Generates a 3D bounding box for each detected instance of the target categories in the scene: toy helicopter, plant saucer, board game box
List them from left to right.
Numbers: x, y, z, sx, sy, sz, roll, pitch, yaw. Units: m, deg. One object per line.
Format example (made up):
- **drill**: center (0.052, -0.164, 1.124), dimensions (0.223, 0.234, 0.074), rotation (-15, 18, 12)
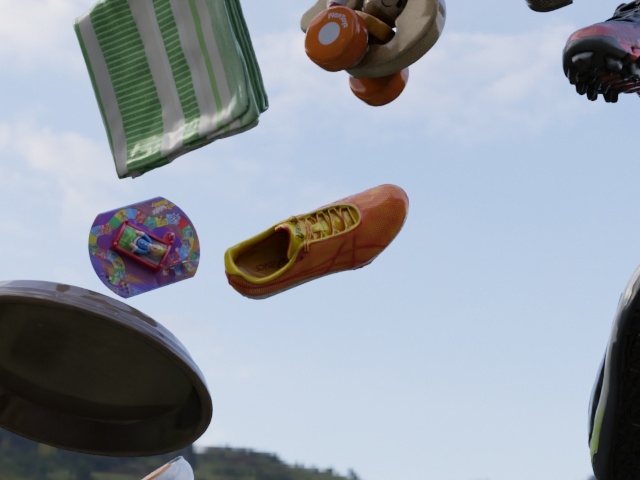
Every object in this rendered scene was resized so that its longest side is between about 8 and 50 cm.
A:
- **plant saucer**: center (-0.232, 0.119, 1.083), dimensions (0.278, 0.041, 0.278), rotation (8, -36, 6)
- **board game box**: center (-0.254, 0.004, 1.707), dimensions (0.169, 0.133, 0.033), rotation (-18, -7, -27)
- **toy helicopter**: center (0.058, -0.368, 1.565), dimensions (0.235, 0.355, 0.140), rotation (-40, -37, 15)

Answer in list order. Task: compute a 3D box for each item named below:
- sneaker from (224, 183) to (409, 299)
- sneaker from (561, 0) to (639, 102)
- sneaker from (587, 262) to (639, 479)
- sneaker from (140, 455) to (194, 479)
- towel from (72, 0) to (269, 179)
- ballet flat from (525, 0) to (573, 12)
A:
- **sneaker**: center (0.000, 0.000, 1.012), dimensions (0.175, 0.064, 0.067), rotation (-28, -21, -6)
- **sneaker**: center (0.356, -0.225, 1.313), dimensions (0.276, 0.135, 0.098), rotation (0, -7, -45)
- **sneaker**: center (0.242, 0.086, 0.889), dimensions (0.084, 0.097, 0.234), rotation (7, -64, -7)
- **sneaker**: center (-0.166, 0.343, 1.334), dimensions (0.099, 0.121, 0.262), rotation (-29, -18, -16)
- **towel**: center (-0.197, -0.223, 1.464), dimensions (0.038, 0.248, 0.325), rotation (-15, -1, -40)
- **ballet flat**: center (0.388, -0.378, 1.567), dimensions (0.250, 0.084, 0.058), rotation (-20, -36, 3)
